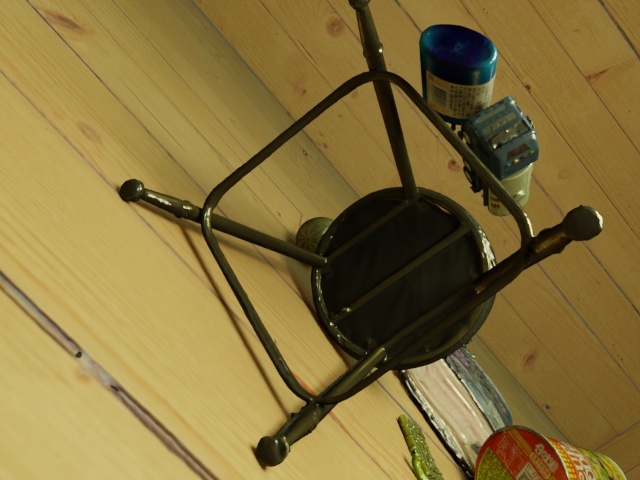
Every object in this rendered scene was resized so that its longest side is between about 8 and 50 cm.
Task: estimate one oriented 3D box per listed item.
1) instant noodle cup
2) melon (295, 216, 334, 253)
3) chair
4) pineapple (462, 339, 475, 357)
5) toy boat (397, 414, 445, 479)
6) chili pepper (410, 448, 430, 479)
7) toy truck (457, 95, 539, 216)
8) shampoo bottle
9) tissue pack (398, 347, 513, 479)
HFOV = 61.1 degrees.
[{"bbox_3d":[0.399,0.418,0.908,0.212,0.193,0.193,17,28,-29],"label":"instant noodle cup"},{"bbox_3d":[0.000,0.000,1.097,0.098,0.098,0.130,52,11,9],"label":"melon"},{"bbox_3d":[0.066,0.015,0.716,0.362,0.364,0.410,55,7,24],"label":"chair"},{"bbox_3d":[0.327,0.220,1.426,0.169,0.169,0.340,-103,171,-66],"label":"pineapple"},{"bbox_3d":[0.160,0.334,0.859,0.063,0.016,0.115,42,14,-33],"label":"toy boat"},{"bbox_3d":[0.156,0.341,0.786,0.083,0.030,0.017,56,-7,6],"label":"chili pepper"},{"bbox_3d":[0.233,-0.095,0.703,0.088,0.074,0.202,65,7,25],"label":"toy truck"},{"bbox_3d":[0.163,-0.186,0.652,0.087,0.050,0.183,24,-6,16],"label":"shampoo bottle"},{"bbox_3d":[0.309,0.340,1.174,0.259,0.122,0.361,56,10,16],"label":"tissue pack"}]
